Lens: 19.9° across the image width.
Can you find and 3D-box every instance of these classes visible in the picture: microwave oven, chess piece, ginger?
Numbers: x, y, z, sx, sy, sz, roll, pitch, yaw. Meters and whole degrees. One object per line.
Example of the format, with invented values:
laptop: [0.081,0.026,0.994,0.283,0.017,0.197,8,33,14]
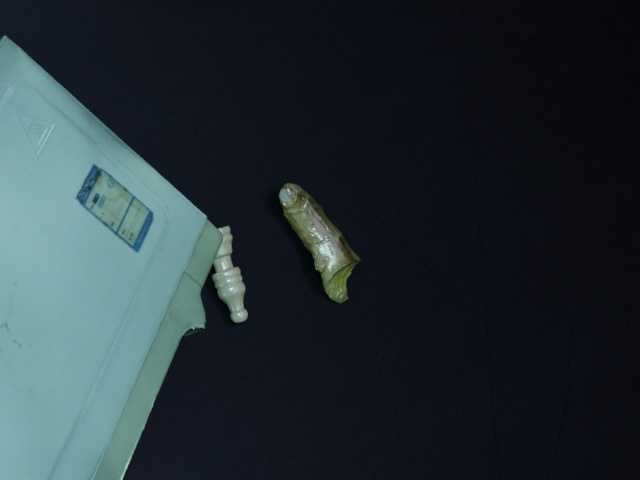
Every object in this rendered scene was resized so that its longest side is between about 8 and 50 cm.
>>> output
microwave oven: [-0.278,0.074,1.388,0.286,0.218,0.355,42,46,-24]
chess piece: [-0.090,0.035,1.756,0.035,0.035,0.092,-16,87,-50]
ginger: [0.002,-0.001,1.868,0.057,0.044,0.137,-33,96,-32]
